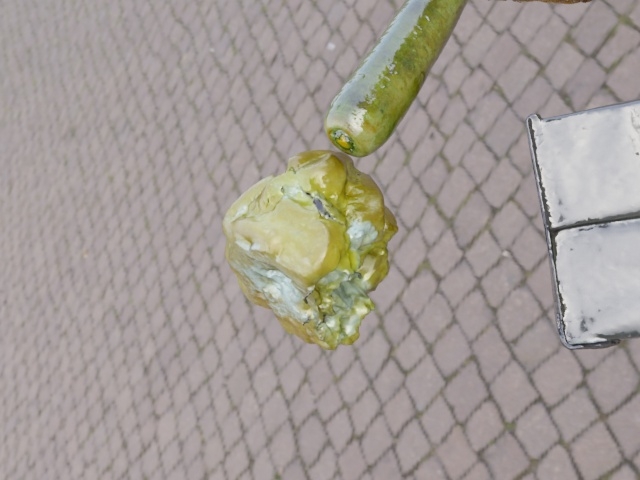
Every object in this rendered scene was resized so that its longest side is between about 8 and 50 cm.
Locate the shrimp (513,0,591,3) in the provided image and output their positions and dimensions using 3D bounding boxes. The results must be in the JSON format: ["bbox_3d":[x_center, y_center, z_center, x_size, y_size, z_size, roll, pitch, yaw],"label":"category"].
[{"bbox_3d":[0.085,-0.230,0.772,0.262,0.198,0.051,27,117,22],"label":"shrimp"}]

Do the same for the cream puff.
[{"bbox_3d":[-0.005,-0.003,1.087,0.221,0.195,0.194,92,173,-56],"label":"cream puff"}]

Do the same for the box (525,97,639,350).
[{"bbox_3d":[0.361,-0.026,1.161,0.205,0.345,0.251,-9,90,13],"label":"box"}]

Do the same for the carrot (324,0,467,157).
[{"bbox_3d":[0.112,-0.236,1.093,0.074,0.074,0.358,-4,48,54],"label":"carrot"}]
